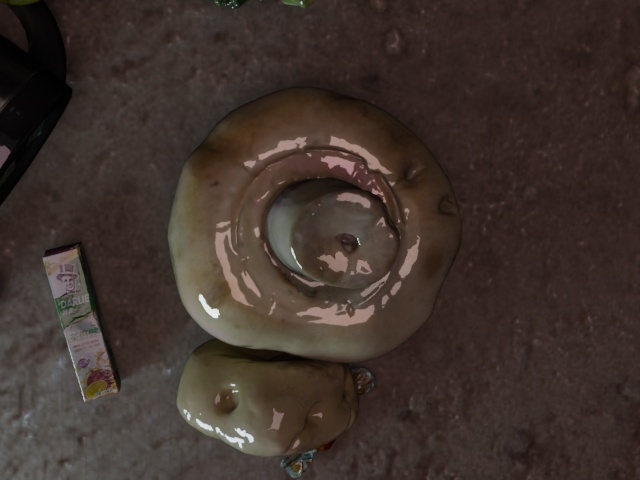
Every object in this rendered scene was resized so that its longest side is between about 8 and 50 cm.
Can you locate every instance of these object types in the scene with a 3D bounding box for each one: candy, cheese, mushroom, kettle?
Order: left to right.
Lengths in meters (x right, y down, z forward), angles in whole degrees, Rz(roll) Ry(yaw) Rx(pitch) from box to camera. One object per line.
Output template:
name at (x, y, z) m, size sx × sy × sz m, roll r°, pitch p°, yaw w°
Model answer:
kettle at (-0.465, -0.212, 1.382) m, size 0.324 × 0.228 × 0.321 m, roll 35°, pitch 69°, yaw -8°
cheese at (-0.062, 0.191, 1.494) m, size 0.235 × 0.218 × 0.117 m, roll -1°, pitch 102°, yaw -17°
mushroom at (-0.013, 0.004, 1.421) m, size 0.353 × 0.353 × 0.325 m, roll 43°, pitch 115°, yaw -13°
candy at (0.008, 0.248, 1.600) m, size 0.053 × 0.046 × 0.182 m, roll 37°, pitch 92°, yaw -13°

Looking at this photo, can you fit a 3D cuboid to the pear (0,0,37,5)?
pear at (-0.344, -0.443, 1.379) m, size 0.239 × 0.139 × 0.288 m, roll -31°, pitch 115°, yaw -25°

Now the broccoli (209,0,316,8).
broccoli at (-0.071, -0.317, 1.409) m, size 0.122 × 0.204 × 0.118 m, roll 13°, pitch 106°, yaw -44°

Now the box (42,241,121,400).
box at (-0.308, 0.105, 1.534) m, size 0.049 × 0.041 × 0.207 m, roll -14°, pitch 103°, yaw -4°
